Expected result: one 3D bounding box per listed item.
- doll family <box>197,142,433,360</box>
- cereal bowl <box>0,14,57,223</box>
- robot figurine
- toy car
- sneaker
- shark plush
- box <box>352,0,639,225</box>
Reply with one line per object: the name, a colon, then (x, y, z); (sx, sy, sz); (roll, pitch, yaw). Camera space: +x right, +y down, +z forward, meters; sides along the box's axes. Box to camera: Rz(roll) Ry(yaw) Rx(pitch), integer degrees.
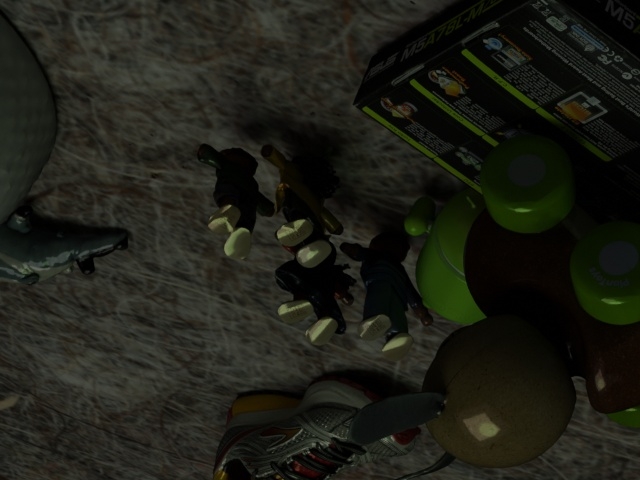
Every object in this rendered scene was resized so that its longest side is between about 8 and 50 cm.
doll family: (0.000, 0.000, 1.178); (0.076, 0.111, 0.193); (-29, 116, 15)
cereal bowl: (-0.362, -0.088, 1.247); (0.339, 0.141, 0.339); (18, 152, 10)
robot figurine: (0.099, 0.010, 1.157); (0.101, 0.067, 0.115); (27, 151, 3)
toy car: (0.094, 0.066, 1.009); (0.149, 0.188, 0.155); (48, 169, 33)
sneaker: (-0.005, 0.174, 1.480); (0.088, 0.093, 0.225); (38, 147, -25)
shark plush: (-0.228, 0.003, 1.390); (0.161, 0.073, 0.067); (10, 126, 29)
box: (0.144, -0.068, 1.022); (0.190, 0.045, 0.184); (33, 152, -19)
